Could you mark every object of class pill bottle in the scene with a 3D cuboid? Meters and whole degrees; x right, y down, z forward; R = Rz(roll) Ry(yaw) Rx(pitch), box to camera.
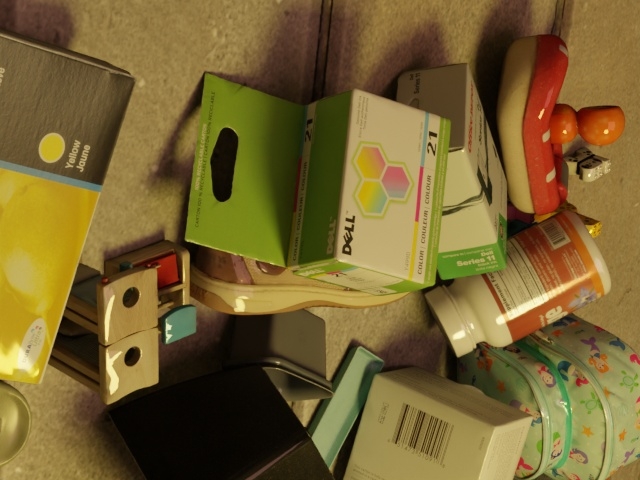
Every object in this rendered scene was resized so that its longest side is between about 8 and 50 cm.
[{"bbox_3d":[0.247,0.059,2.071,0.216,0.121,0.121,-27,134,0],"label":"pill bottle"}]

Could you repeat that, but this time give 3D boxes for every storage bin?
[{"bbox_3d":[-0.050,0.121,1.842,0.135,0.098,0.091,32,56,-51],"label":"storage bin"}]

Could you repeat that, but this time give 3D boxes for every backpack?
[{"bbox_3d":[0.303,0.207,2.156,0.191,0.253,0.225,-26,128,-40],"label":"backpack"}]

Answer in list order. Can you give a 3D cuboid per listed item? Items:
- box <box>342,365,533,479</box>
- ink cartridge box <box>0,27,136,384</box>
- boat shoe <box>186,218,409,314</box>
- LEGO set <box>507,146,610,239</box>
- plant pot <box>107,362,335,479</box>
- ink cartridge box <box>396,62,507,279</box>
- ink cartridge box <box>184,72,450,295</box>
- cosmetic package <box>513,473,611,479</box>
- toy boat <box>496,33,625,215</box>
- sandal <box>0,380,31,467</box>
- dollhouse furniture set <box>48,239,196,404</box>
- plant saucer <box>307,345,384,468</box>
[{"bbox_3d":[0.142,0.273,2.050,0.119,0.181,0.182,-3,112,-59],"label":"box"},{"bbox_3d":[-0.332,-0.042,1.413,0.307,0.072,0.304,13,98,-46],"label":"ink cartridge box"},{"bbox_3d":[0.000,0.000,1.810,0.342,0.123,0.123,-4,112,-42],"label":"boat shoe"},{"bbox_3d":[0.317,-0.039,2.175,0.227,0.093,0.087,-27,128,-39],"label":"LEGO set"},{"bbox_3d":[-0.088,0.244,1.733,0.167,0.188,0.187,-32,134,-6],"label":"plant pot"},{"bbox_3d":[0.155,-0.081,1.918,0.208,0.086,0.153,65,23,-44],"label":"ink cartridge box"},{"bbox_3d":[0.000,-0.062,1.690,0.255,0.097,0.189,15,74,-34],"label":"ink cartridge box"},{"bbox_3d":[0.262,0.472,2.200,0.453,0.161,0.230,-54,146,-50],"label":"cosmetic package"},{"bbox_3d":[0.300,-0.146,2.026,0.151,0.151,0.231,-78,160,-48],"label":"toy boat"},{"bbox_3d":[-0.371,0.173,1.486,0.302,0.086,0.120,1,108,-50],"label":"sandal"},{"bbox_3d":[-0.180,0.051,1.613,0.183,0.129,0.129,-21,123,-41],"label":"dollhouse furniture set"},{"bbox_3d":[0.015,0.222,2.018,0.067,0.018,0.192,35,82,-52],"label":"plant saucer"}]
